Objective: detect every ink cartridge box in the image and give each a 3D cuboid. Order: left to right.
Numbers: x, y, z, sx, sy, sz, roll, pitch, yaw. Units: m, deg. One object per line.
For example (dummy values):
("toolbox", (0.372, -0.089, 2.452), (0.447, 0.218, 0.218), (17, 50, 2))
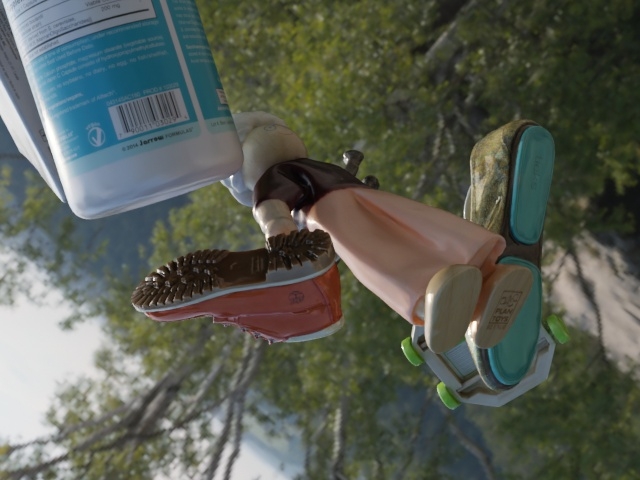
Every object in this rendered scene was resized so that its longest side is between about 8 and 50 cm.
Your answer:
("ink cartridge box", (-0.400, -0.207, 1.337), (0.239, 0.060, 0.275), (37, 153, 55))

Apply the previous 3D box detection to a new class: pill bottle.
("pill bottle", (-0.165, -0.160, 0.812), (0.146, 0.146, 0.264), (173, 80, -78))

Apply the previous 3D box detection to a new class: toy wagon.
("toy wagon", (0.282, 0.154, 1.893), (0.344, 0.267, 0.068), (50, -162, -17))

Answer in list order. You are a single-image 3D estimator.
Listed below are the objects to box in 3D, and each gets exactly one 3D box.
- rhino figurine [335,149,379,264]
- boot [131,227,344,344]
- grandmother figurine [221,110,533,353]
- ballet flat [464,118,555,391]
("rhino figurine", (0.000, 0.000, 1.295), (0.073, 0.106, 0.243), (25, 138, -9))
("boot", (-0.059, 0.049, 0.761), (0.059, 0.157, 0.085), (-84, -18, -54))
("grandmother figurine", (0.025, -0.025, 0.902), (0.342, 0.104, 0.207), (35, -166, 38))
("ballet flat", (0.223, 0.018, 1.299), (0.123, 0.349, 0.123), (9, 168, 2))
